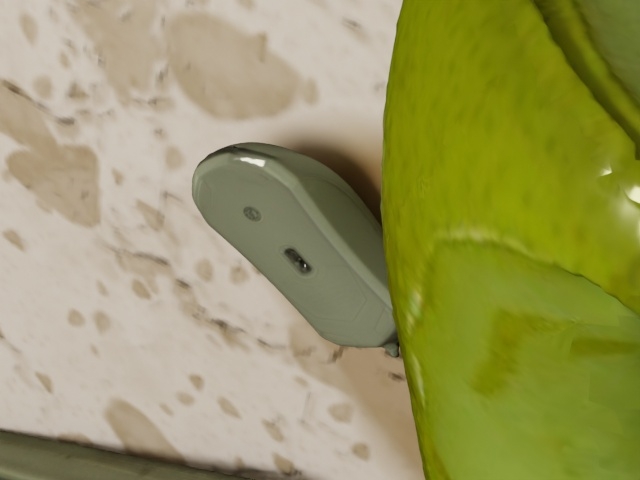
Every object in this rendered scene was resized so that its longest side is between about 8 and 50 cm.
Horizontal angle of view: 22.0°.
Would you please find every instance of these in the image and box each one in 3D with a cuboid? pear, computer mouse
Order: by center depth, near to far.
[{"bbox_3d":[0.121,0.051,0.466,0.286,0.176,0.282,32,139,14],"label":"pear"},{"bbox_3d":[0.000,0.000,0.622,0.056,0.032,0.110,-20,119,47],"label":"computer mouse"}]

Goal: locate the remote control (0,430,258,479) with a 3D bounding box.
[{"bbox_3d":[-0.105,0.156,0.813,0.285,0.038,0.123,5,126,41],"label":"remote control"}]
